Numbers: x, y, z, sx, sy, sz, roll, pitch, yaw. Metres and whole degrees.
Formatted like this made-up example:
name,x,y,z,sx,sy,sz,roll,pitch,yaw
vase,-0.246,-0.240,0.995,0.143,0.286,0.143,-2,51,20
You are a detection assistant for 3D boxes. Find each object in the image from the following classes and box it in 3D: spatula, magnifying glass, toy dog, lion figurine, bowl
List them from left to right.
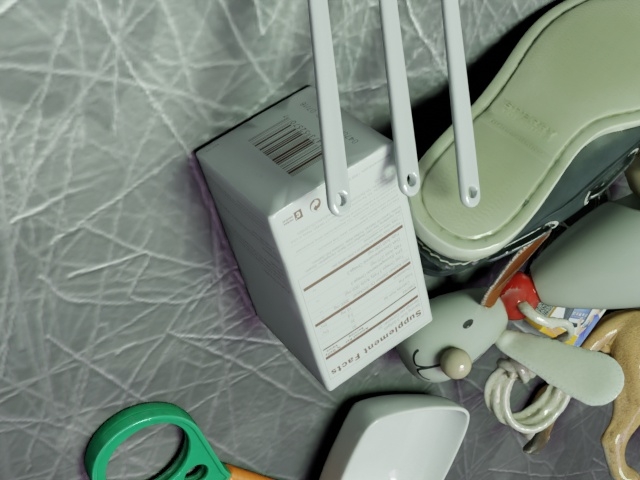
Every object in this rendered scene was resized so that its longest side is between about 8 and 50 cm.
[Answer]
name,x,y,z,sx,sy,sz,roll,pitch,yaw
magnifying glass,-0.102,0.196,0.874,0.231,0.026,0.092,32,97,-44
spatula,0.041,-0.137,0.669,0.168,0.019,0.242,-6,92,-40
bowl,0.063,0.203,0.981,0.142,0.053,0.142,5,117,-38
toy dog,0.242,0.047,0.884,0.220,0.161,0.334,41,98,-23
lion figurine,0.399,0.145,1.141,0.392,0.142,0.240,9,107,-36

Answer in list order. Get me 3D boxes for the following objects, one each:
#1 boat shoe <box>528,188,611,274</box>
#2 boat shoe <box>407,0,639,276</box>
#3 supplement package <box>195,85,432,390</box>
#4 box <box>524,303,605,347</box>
name,x,y,z,sx,sy,sz,roll,pitch,yaw
boat shoe,0.233,-0.002,0.976,0.038,0.046,0.125,-8,132,-39
boat shoe,0.187,-0.085,0.833,0.340,0.127,0.113,-46,167,-25
supplement package,0.000,0.000,0.753,0.105,0.105,0.179,-33,135,-18
box,0.274,0.041,1.048,0.081,0.028,0.136,24,105,-44
